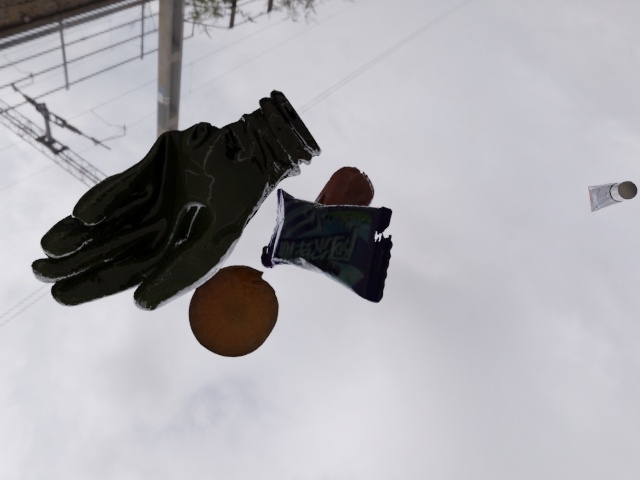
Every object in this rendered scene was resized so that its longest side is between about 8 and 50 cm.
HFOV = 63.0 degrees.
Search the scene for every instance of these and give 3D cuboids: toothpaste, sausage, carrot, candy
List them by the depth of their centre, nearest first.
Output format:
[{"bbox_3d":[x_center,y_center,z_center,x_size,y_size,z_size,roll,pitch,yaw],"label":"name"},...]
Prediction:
[{"bbox_3d":[0.000,0.000,0.843,0.275,0.145,0.070,15,-168,42],"label":"candy"},{"bbox_3d":[-0.211,0.161,1.191,0.195,0.254,0.196,3,-99,-17],"label":"carrot"},{"bbox_3d":[0.721,-0.116,1.311,0.045,0.193,0.071,-7,-94,3],"label":"toothpaste"},{"bbox_3d":[0.051,-0.091,1.561,0.152,0.280,0.152,31,-162,-11],"label":"sausage"}]

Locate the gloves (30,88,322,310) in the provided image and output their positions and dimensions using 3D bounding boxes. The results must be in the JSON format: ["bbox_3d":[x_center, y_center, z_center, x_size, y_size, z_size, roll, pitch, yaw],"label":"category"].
[{"bbox_3d":[-0.120,-0.032,0.462,0.268,0.107,0.135,-34,-98,-10],"label":"gloves"}]
